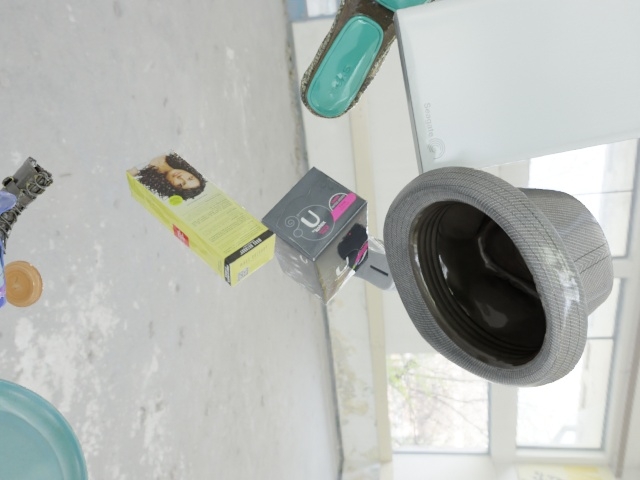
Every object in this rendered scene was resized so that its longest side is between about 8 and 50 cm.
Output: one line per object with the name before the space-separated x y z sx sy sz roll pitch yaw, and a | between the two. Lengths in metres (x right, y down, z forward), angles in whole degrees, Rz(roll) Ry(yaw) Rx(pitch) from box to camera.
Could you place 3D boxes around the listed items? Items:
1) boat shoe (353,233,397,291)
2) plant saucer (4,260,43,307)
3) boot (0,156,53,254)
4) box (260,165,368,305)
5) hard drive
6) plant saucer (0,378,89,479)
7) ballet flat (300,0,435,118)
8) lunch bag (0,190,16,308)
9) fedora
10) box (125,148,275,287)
boat shoe | 0.153 0.059 1.331 0.335 0.119 0.121 42 -63 61
plant saucer | -0.527 0.077 0.906 0.013 0.084 0.083 -33 119 -79
boot | -0.665 -0.064 1.105 0.263 0.229 0.091 41 -5 41
box | 0.000 0.000 1.100 0.165 0.143 0.270 -48 159 -15
hard drive | 0.296 -0.232 0.714 0.047 0.353 0.233 -77 156 -79
plant saucer | -0.418 0.304 0.550 0.043 0.318 0.317 116 -19 -53
ballet flat | 0.109 -0.456 0.994 0.483 0.164 0.182 -51 -158 36
lunch bag | -0.369 -0.001 0.401 0.293 0.138 0.220 -41 134 -61
fedora | 0.194 0.026 0.555 0.243 0.124 0.275 67 -19 3
box | -0.176 -0.038 0.749 0.087 0.232 0.058 -38 156 -34
